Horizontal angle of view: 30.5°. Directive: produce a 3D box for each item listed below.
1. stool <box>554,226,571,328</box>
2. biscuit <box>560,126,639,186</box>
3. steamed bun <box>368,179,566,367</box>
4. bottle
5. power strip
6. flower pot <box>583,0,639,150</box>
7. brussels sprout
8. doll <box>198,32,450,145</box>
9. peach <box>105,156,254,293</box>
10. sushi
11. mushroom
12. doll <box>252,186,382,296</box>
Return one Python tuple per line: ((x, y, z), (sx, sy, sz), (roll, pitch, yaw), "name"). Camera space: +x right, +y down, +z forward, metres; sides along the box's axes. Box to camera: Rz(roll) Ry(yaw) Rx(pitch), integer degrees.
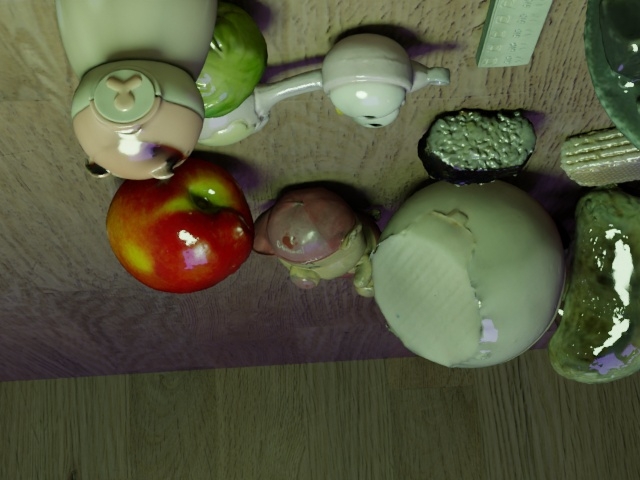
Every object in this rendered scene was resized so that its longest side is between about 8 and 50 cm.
((0.499, 0.078, 2.076), (0.178, 0.272, 0.272), (-23, 159, 18), "stool")
((0.464, -0.128, 1.652), (0.239, 0.062, 0.108), (-9, 165, 24), "biscuit")
((0.252, 0.033, 1.813), (0.309, 0.309, 0.309), (-3, 165, -1), "steamed bun")
((-0.163, -0.165, 1.044), (0.147, 0.236, 0.147), (-3, 164, -1), "bottle")
((0.207, -0.240, 1.247), (0.060, 0.027, 0.253), (-4, 165, 0), "power strip")
((0.389, -0.163, 1.061), (0.299, 0.299, 0.283), (-9, 168, 20), "flower pot")
((-0.126, -0.185, 1.206), (0.155, 0.117, 0.155), (-6, -179, 0), "brussels sprout")
((-0.033, -0.165, 1.345), (0.365, 0.094, 0.160), (-6, 167, 12), "doll")
((-0.200, -0.016, 1.669), (0.196, 0.190, 0.226), (-6, 161, -31), "peach")
((0.208, -0.123, 1.561), (0.150, 0.090, 0.078), (-4, 169, -7), "sushi")
((0.464, 0.083, 1.877), (0.247, 0.344, 0.130), (17, -163, 0), "mushroom")
((0.001, 0.004, 1.853), (0.196, 0.152, 0.256), (-14, 160, 20), "doll")
